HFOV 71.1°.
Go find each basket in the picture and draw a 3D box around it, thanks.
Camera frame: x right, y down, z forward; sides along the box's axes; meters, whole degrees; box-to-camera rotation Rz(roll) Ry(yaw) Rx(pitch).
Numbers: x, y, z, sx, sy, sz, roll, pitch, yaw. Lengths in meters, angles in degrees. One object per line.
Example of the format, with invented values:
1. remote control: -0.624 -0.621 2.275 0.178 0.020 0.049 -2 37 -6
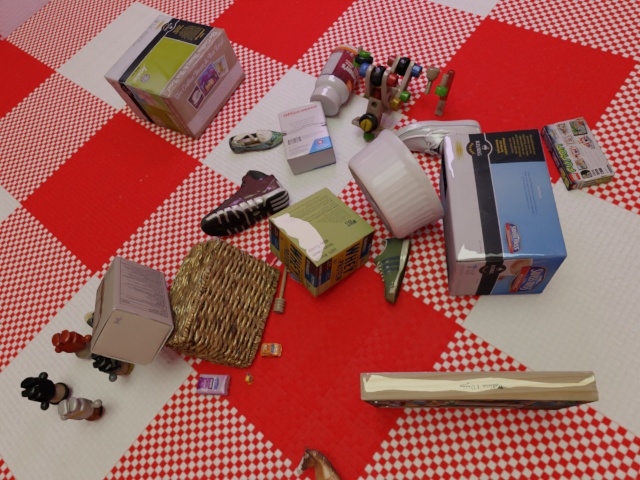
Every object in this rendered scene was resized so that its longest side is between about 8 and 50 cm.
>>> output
1. basket: -0.284 0.177 1.228 0.213 0.223 0.299 -14 54 46

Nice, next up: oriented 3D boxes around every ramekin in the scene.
1. ramekin: 0.190 -0.138 1.180 0.135 0.277 0.277 -34 60 4

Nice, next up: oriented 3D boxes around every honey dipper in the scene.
1. honey dipper: -0.104 0.125 1.249 0.030 0.030 0.161 1 61 14

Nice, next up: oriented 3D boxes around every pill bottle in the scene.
1. pill bottle: 0.054 -0.534 1.500 0.121 0.121 0.221 17 68 21

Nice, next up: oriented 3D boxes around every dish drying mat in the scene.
1. dish drying mat: -0.134 0.040 1.312 0.032 0.008 0.083 23 70 22

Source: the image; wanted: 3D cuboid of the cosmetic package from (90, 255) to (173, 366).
1. cosmetic package: -0.490 0.174 1.164 0.129 0.153 0.296 -58 30 7

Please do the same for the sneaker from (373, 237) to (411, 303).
1. sneaker: 0.179 0.074 1.188 0.086 0.064 0.192 10 61 20

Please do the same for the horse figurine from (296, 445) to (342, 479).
1. horse figurine: 0.047 0.582 0.954 0.263 0.066 0.175 20 75 25

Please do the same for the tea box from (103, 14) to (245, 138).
1. tea box: -0.512 -0.592 1.612 0.323 0.220 0.329 24 71 24

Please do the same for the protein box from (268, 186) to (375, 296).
1. protein box: 0.000 0.000 1.195 0.199 0.136 0.201 -31 58 -27

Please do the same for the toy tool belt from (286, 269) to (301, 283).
1. toy tool belt: -0.049 0.096 1.234 0.083 0.051 0.052 21 98 23

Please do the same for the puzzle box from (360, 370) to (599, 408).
1. puzzle box: 0.298 0.311 0.916 0.408 0.272 0.052 -4 66 13

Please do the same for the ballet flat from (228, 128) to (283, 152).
1. ballet flat: -0.219 -0.338 1.498 0.188 0.070 0.070 -13 61 7

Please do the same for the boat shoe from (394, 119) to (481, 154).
1. boat shoe: 0.344 -0.296 1.320 0.258 0.095 0.084 -7 57 12

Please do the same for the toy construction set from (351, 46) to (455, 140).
1. toy construction set: 0.235 -0.430 1.392 0.308 0.237 0.257 10 34 0

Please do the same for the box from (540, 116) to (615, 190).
1. box: 0.704 -0.242 1.237 0.114 0.036 0.207 -12 61 8

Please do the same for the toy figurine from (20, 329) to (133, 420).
1. toy figurine: -0.642 0.364 1.197 0.209 0.148 0.213 17 66 15

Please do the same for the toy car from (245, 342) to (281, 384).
1. toy car: -0.146 0.315 1.152 0.060 0.040 0.122 14 67 20

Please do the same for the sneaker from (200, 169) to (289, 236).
1. sneaker: -0.247 -0.125 1.383 0.281 0.106 0.163 -22 54 -10

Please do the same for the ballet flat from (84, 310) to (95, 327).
1. ballet flat: -0.621 0.239 1.303 0.173 0.049 0.058 14 66 20

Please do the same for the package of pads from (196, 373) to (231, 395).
1. package of pads: -0.276 0.373 1.160 0.083 0.032 0.050 -2 60 13

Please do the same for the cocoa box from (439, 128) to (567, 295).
1. cocoa box: 0.424 -0.063 1.099 0.227 0.231 0.347 -3 63 10

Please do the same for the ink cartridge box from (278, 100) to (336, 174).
1. ink cartridge box: -0.044 -0.331 1.438 0.148 0.086 0.203 -15 60 6
